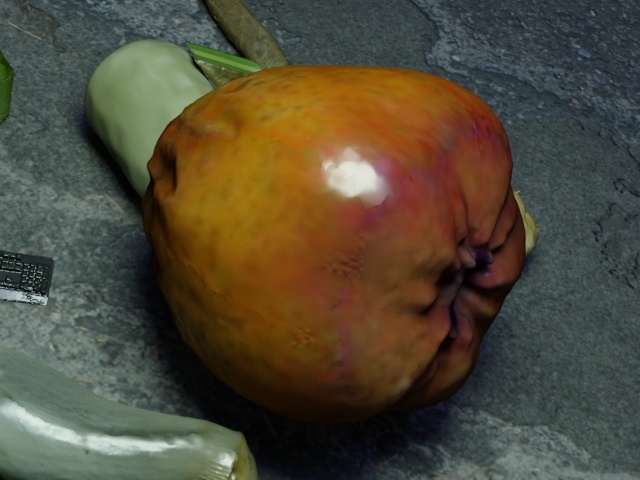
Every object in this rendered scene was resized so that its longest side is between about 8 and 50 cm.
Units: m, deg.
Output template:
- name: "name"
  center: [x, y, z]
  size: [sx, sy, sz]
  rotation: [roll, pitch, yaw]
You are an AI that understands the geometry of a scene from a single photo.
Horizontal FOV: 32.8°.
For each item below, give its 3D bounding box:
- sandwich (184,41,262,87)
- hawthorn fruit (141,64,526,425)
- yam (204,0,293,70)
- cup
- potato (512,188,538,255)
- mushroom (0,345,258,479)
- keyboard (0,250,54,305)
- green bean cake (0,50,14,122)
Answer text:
- name: "sandwich"
  center: [-0.144, -0.221, 1.531]
  size: [0.116, 0.074, 0.074]
  rotation: [13, 26, -25]
- name: "hawthorn fruit"
  center: [0.000, 0.000, 1.296]
  size: [0.471, 0.472, 0.472]
  rotation: [11, 47, -13]
- name: "yam"
  center: [-0.137, -0.365, 1.793]
  size: [0.066, 0.066, 0.300]
  rotation: [-15, 58, -32]
- name: "cup"
  center: [-0.184, -0.173, 1.525]
  size: [0.255, 0.173, 0.202]
  rotation: [-19, 61, -34]
- name: "potato"
  center: [0.208, -0.031, 1.591]
  size: [0.234, 0.128, 0.161]
  rotation: [16, 42, -1]
- name: "mushroom"
  center: [-0.222, 0.218, 1.199]
  size: [0.328, 0.122, 0.159]
  rotation: [17, 55, -9]
- name: "keyboard"
  center: [-0.433, 0.035, 1.348]
  size: [0.196, 0.015, 0.074]
  rotation: [9, 48, -14]
- name: "green bean cake"
  center: [-0.543, -0.240, 1.480]
  size: [0.200, 0.113, 0.214]
  rotation: [-16, 58, -36]
